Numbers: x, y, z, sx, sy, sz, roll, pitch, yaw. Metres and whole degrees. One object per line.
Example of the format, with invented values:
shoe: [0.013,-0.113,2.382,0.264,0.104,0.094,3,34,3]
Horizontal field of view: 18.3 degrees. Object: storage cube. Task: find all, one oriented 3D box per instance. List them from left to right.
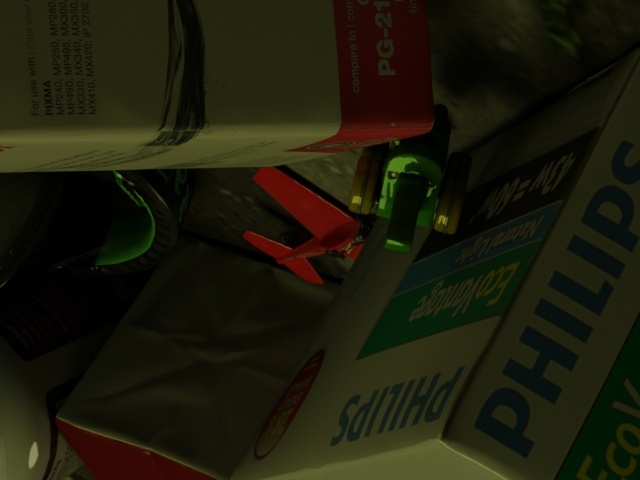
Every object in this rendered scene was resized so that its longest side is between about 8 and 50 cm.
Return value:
storage cube: [-0.052,0.137,1.507,0.184,0.215,0.193,18,152,30]

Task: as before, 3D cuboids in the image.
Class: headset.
headset: [-0.284,-0.034,1.414,0.394,0.185,0.243,3,150,30]

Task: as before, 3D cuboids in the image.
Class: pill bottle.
pill bottle: [-0.243,0.114,1.530,0.169,0.301,0.169,11,111,30]

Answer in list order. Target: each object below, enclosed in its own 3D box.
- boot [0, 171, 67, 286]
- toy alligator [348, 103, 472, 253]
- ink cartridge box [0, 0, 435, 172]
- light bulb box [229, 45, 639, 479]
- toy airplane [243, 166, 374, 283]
boot: [-0.205,-0.100,1.045,0.083,0.246,0.161,-12,144,38]
toy alligator: [0.052,-0.049,1.029,0.056,0.051,0.189,14,-157,2]
ink cartridge box: [-0.091,-0.088,0.953,0.237,0.100,0.172,-3,177,-29]
light bulb box: [0.194,0.118,1.071,0.361,0.225,0.358,33,162,-10]
toy airplane: [0.000,0.000,1.345,0.151,0.028,0.151,24,162,9]
